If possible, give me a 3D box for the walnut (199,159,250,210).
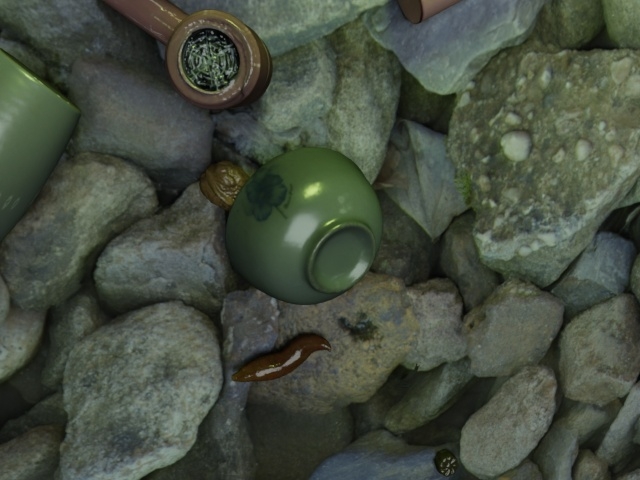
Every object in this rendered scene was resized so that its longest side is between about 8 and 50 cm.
[{"bbox_3d":[-0.155,-0.091,0.893,0.079,0.083,0.096,-32,131,25],"label":"walnut"}]

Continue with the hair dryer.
[{"bbox_3d":[-0.233,-0.310,0.742,0.352,0.210,0.125,32,103,-9],"label":"hair dryer"}]

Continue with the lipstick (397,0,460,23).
[{"bbox_3d":[0.282,-0.473,0.880,0.326,0.087,0.087,-30,114,-4],"label":"lipstick"}]

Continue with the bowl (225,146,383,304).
[{"bbox_3d":[0.000,0.000,0.898,0.289,0.146,0.289,-15,122,-25],"label":"bowl"}]

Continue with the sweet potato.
[{"bbox_3d":[-0.077,0.237,1.051,0.202,0.058,0.055,-24,71,-11],"label":"sweet potato"}]

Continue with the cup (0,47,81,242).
[{"bbox_3d":[-0.491,-0.157,0.739,0.258,0.186,0.234,37,87,3],"label":"cup"}]

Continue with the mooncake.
[{"bbox_3d":[0.244,0.407,1.209,0.150,0.057,0.347,-49,121,-9],"label":"mooncake"}]
